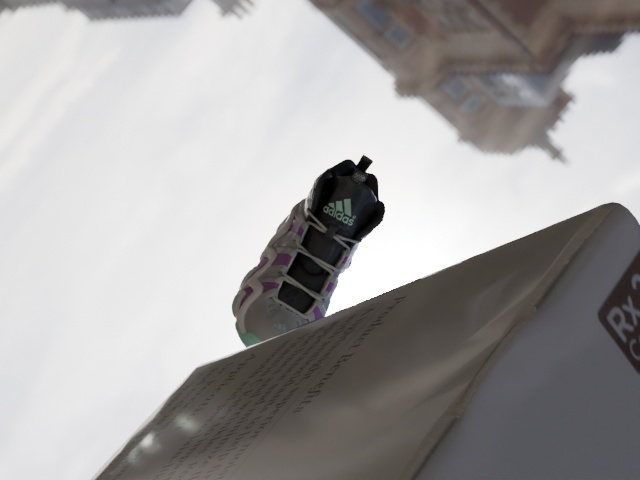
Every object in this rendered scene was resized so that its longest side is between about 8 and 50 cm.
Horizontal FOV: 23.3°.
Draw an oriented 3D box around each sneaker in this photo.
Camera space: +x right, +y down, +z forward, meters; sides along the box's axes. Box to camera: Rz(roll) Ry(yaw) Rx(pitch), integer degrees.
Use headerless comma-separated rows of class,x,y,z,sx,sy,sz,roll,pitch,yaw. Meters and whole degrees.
sneaker,0.000,0.000,0.612,0.069,0.038,0.098,-53,-167,39

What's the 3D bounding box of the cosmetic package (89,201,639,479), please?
cosmetic package,0.024,0.111,0.422,0.184,0.151,0.151,-24,-163,45
